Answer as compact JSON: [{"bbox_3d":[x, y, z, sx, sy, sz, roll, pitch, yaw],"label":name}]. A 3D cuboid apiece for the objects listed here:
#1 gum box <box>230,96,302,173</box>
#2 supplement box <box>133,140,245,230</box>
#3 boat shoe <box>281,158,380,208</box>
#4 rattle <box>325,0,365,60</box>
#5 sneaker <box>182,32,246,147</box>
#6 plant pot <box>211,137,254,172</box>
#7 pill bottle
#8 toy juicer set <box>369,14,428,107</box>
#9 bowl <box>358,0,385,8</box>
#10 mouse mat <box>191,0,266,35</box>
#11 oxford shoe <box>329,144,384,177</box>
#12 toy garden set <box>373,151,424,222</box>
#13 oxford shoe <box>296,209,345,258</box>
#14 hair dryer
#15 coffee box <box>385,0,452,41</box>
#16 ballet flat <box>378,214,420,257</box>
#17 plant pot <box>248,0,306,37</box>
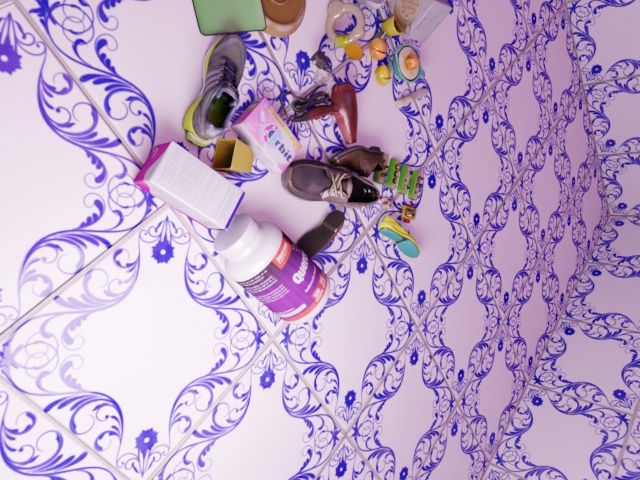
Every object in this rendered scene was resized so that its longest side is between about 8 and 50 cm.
[{"bbox_3d":[-0.142,-0.283,1.245,0.188,0.062,0.107,50,63,-32],"label":"gum box"},{"bbox_3d":[-0.311,-0.125,1.080,0.220,0.111,0.114,35,71,-37],"label":"supplement box"},{"bbox_3d":[0.045,-0.175,1.371,0.355,0.130,0.133,4,91,-41],"label":"boat shoe"},{"bbox_3d":[0.084,-0.690,1.408,0.142,0.130,0.200,-7,72,-51],"label":"rattle"},{"bbox_3d":[-0.238,-0.376,1.116,0.111,0.121,0.300,21,80,-40],"label":"sneaker"},{"bbox_3d":[-0.220,-0.213,1.176,0.083,0.081,0.082,16,83,-51],"label":"plant pot"},{"bbox_3d":[-0.127,0.075,1.209,0.323,0.181,0.182,46,65,-34],"label":"pill bottle"},{"bbox_3d":[0.288,-0.596,1.576,0.209,0.089,0.329,-54,125,-24],"label":"toy juicer set"},{"bbox_3d":[0.154,-0.812,1.438,0.141,0.053,0.142,27,76,-5],"label":"bowl"},{"bbox_3d":[-0.236,-0.611,1.153,0.189,0.007,0.153,-19,106,-28],"label":"mouse mat"},{"bbox_3d":[0.128,-0.250,1.453,0.227,0.082,0.096,-10,76,-38],"label":"oxford shoe"},{"bbox_3d":[0.287,-0.185,1.634,0.244,0.049,0.204,16,83,-40],"label":"toy garden set"},{"bbox_3d":[0.000,0.000,1.393,0.212,0.076,0.076,-41,159,-20],"label":"oxford shoe"},{"bbox_3d":[0.018,-0.405,1.387,0.293,0.080,0.224,37,85,-30],"label":"hair dryer"},{"bbox_3d":[0.298,-0.795,1.463,0.098,0.141,0.247,-9,67,-40],"label":"coffee box"},{"bbox_3d":[0.296,-0.019,1.645,0.231,0.077,0.077,35,54,-35],"label":"ballet flat"},{"bbox_3d":[-0.126,-0.692,1.248,0.236,0.032,0.237,-4,97,-40],"label":"plant pot"}]
